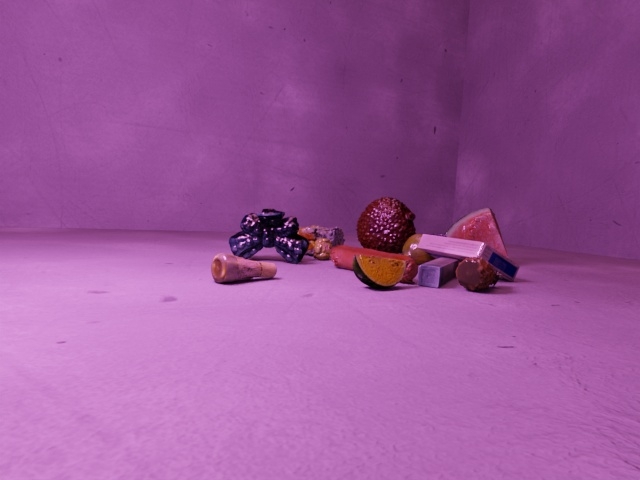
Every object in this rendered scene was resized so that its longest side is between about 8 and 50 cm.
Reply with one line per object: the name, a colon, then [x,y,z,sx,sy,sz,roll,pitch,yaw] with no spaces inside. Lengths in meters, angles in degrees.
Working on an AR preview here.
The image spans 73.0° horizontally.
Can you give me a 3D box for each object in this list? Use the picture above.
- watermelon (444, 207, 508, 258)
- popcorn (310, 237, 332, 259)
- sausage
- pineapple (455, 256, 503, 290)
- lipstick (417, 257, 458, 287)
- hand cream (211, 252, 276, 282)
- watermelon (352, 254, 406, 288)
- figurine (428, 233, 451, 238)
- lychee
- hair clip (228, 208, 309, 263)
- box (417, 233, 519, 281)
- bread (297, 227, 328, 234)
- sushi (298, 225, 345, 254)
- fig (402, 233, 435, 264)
watermelon: [0.767,0.001,2.094,0.292,0.283,0.250,48,15,7]
popcorn: [0.008,0.036,1.861,0.089,0.096,0.109,11,-5,42]
sausage: [0.172,0.075,1.517,0.094,0.094,0.419,36,-15,-33]
pineapple: [0.502,0.104,1.337,0.198,0.108,0.108,8,0,-43]
lipstick: [0.402,0.103,1.460,0.068,0.066,0.317,6,5,27]
hand cream: [-0.215,0.082,1.266,0.203,0.084,0.084,5,2,-44]
watermelon: [0.175,0.099,1.248,0.182,0.092,0.075,10,14,-29]
figurine: [0.548,0.050,1.966,0.145,0.145,0.222,1,3,-22]
lychee: [0.330,-0.068,2.159,0.330,0.306,0.306,-25,-12,32]
hair clip: [-0.199,-0.020,1.707,0.310,0.206,0.194,4,5,1]
box: [0.547,0.060,1.639,0.200,0.065,0.343,29,-6,-23]
bread: [-0.063,-0.010,2.225,0.288,0.119,0.152,-1,9,-34]
sushi: [0.000,0.000,2.027,0.184,0.139,0.274,2,7,24]
fig: [0.389,0.064,1.835,0.245,0.149,0.149,-25,21,-36]
